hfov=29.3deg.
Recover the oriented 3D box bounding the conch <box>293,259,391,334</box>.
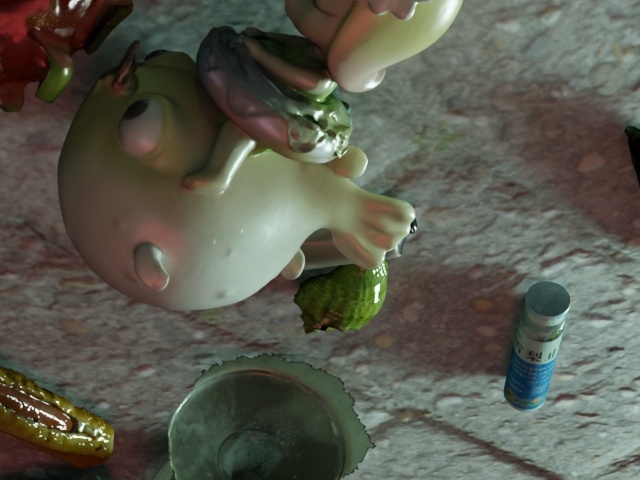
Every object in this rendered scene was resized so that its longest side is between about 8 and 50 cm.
[{"bbox_3d":[0.025,0.053,1.229,0.121,0.074,0.089,-48,160,19],"label":"conch"}]

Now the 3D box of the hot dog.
[{"bbox_3d":[-0.333,0.177,1.316,0.083,0.068,0.289,-5,152,36],"label":"hot dog"}]

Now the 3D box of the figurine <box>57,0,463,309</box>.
[{"bbox_3d":[-0.013,-0.100,0.935,0.274,0.226,0.394,33,114,-22],"label":"figurine"}]

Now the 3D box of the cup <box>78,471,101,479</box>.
[{"bbox_3d":[-0.330,0.337,1.486,0.141,0.120,0.120,5,142,6],"label":"cup"}]

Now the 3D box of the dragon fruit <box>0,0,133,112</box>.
[{"bbox_3d":[-0.192,-0.176,0.841,0.236,0.137,0.135,-16,128,11],"label":"dragon fruit"}]

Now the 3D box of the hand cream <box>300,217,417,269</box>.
[{"bbox_3d":[0.000,0.000,1.161,0.186,0.054,0.087,-9,146,13],"label":"hand cream"}]

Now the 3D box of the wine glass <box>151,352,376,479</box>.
[{"bbox_3d":[-0.088,0.306,1.388,0.238,0.238,0.323,3,142,-12],"label":"wine glass"}]

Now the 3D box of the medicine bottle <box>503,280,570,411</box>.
[{"bbox_3d":[0.235,0.119,1.338,0.051,0.051,0.191,-4,142,-3],"label":"medicine bottle"}]

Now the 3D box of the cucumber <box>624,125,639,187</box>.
[{"bbox_3d":[0.349,-0.017,1.185,0.056,0.056,0.284,-23,138,19],"label":"cucumber"}]
